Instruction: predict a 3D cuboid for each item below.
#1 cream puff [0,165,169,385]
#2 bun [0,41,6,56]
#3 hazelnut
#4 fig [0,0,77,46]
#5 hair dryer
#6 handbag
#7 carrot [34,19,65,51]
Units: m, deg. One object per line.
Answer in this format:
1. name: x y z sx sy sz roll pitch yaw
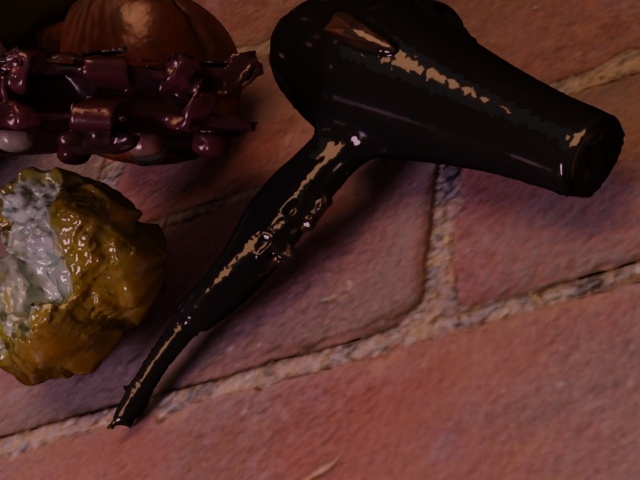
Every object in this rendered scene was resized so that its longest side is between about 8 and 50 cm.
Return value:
1. cream puff: -0.163 0.026 1.057 0.156 0.121 0.156 -17 63 37
2. bun: -0.385 -0.103 1.385 0.273 0.168 0.273 -24 45 27
3. hazelnut: -0.139 -0.130 1.213 0.150 0.150 0.150 -23 34 17
4. fig: -0.345 -0.290 1.525 0.271 0.239 0.239 -54 36 -11
5. hair dryer: 0.000 0.000 0.999 0.359 0.120 0.303 -51 44 -6
6. handbag: -0.156 -0.087 1.028 0.203 0.074 0.216 -1 2 -16
7. carrot: -0.199 -0.205 1.461 0.191 0.047 0.047 -12 39 37
